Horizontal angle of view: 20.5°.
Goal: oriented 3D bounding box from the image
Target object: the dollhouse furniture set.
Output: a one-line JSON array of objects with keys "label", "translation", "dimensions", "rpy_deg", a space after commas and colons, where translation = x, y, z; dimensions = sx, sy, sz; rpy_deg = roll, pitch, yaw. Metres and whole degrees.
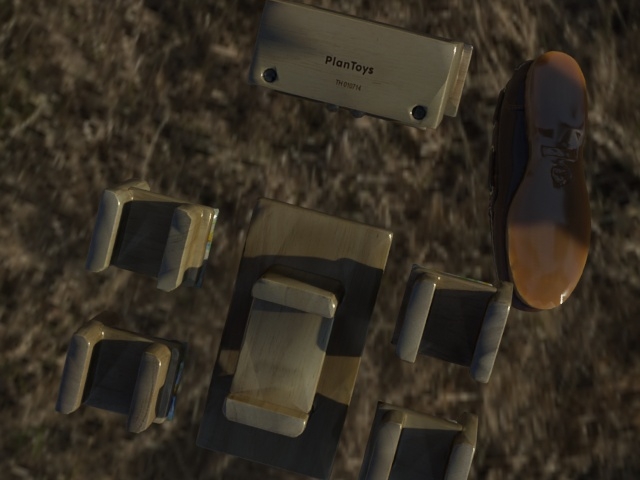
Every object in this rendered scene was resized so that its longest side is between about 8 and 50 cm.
[{"label": "dollhouse furniture set", "translation": [0.000, 0.000, 0.953], "dimensions": [0.212, 0.161, 0.242], "rpy_deg": [15, 98, 4]}]

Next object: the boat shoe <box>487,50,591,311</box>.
[{"label": "boat shoe", "translation": [0.165, -0.041, 1.366], "dimensions": [0.073, 0.207, 0.073], "rpy_deg": [16, 160, -22]}]
